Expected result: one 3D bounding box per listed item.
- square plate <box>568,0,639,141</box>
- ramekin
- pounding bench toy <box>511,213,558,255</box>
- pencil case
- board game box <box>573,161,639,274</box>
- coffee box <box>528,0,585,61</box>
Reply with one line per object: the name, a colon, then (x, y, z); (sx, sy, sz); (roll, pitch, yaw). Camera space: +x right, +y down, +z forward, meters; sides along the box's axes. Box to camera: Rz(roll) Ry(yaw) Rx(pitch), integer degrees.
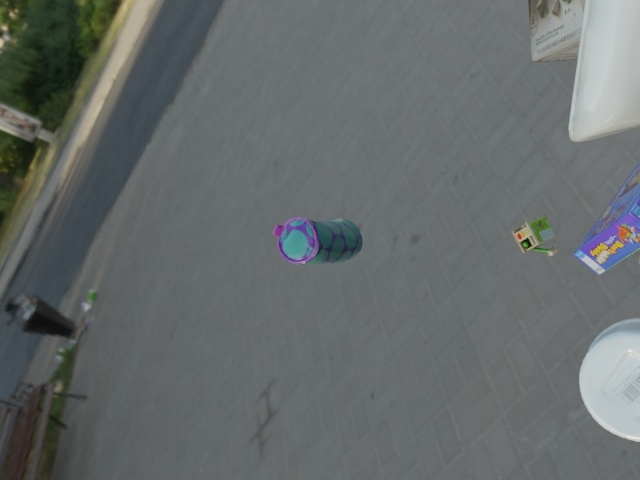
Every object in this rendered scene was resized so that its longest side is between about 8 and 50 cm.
square plate: (0.366, -0.272, 0.653); (0.049, 0.344, 0.347); (31, 127, 50)
ramekin: (0.721, 0.317, 1.681); (0.277, 0.135, 0.277); (0, 90, 32)
pounding bench toy: (0.441, 0.001, 1.525); (0.083, 0.052, 0.065); (64, 156, 11)
pencil case: (0.000, 0.000, 1.048); (0.070, 0.152, 0.064); (35, 104, 22)
board game box: (0.744, -0.101, 1.702); (0.347, 0.078, 0.233); (-47, -7, -25)
coffee box: (0.368, -0.332, 0.911); (0.297, 0.119, 0.168); (-165, 70, -81)
